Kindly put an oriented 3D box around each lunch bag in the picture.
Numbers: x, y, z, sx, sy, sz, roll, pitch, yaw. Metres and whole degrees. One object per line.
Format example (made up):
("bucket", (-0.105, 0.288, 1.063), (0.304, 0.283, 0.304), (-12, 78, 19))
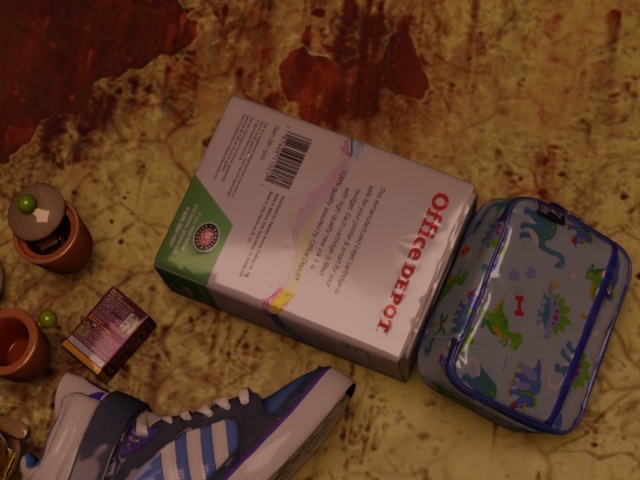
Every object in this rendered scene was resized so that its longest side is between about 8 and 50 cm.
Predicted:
("lunch bag", (0.210, 0.076, 1.829), (0.176, 0.090, 0.219), (30, 75, -22))

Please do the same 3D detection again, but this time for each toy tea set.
("toy tea set", (-0.368, 0.086, 1.877), (0.200, 0.124, 0.336), (14, 73, 23))

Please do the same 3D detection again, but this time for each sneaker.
("sneaker", (-0.152, 0.186, 1.836), (0.236, 0.130, 0.323), (44, 87, 12))

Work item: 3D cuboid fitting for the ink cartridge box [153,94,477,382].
("ink cartridge box", (0.000, 0.000, 1.888), (0.278, 0.117, 0.201), (21, 76, 12))

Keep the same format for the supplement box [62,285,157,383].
("supplement box", (-0.221, 0.099, 1.917), (0.055, 0.043, 0.083), (39, 81, 17))
